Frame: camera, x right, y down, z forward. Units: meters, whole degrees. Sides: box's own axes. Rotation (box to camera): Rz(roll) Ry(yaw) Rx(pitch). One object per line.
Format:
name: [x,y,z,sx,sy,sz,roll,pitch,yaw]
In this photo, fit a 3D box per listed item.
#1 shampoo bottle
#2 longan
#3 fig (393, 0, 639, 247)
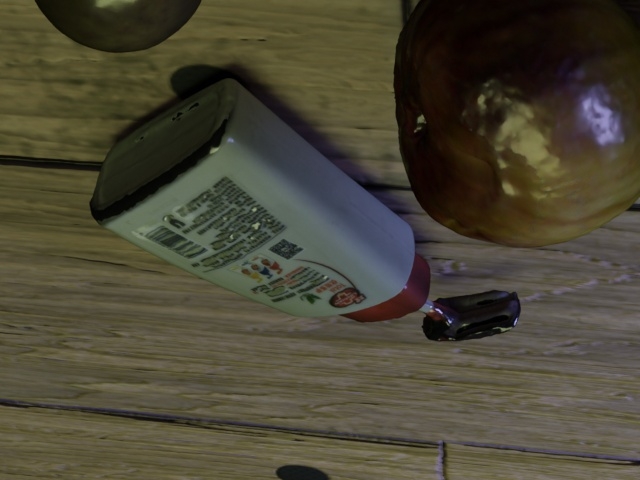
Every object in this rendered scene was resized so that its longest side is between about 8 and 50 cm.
shampoo bottle: [0.000,0.000,1.258,0.284,0.071,0.153,27,144,-33]
longan: [-0.112,-0.153,1.000,0.119,0.106,0.106,48,152,12]
fig: [0.150,-0.064,1.019,0.231,0.143,0.160,13,142,-4]
